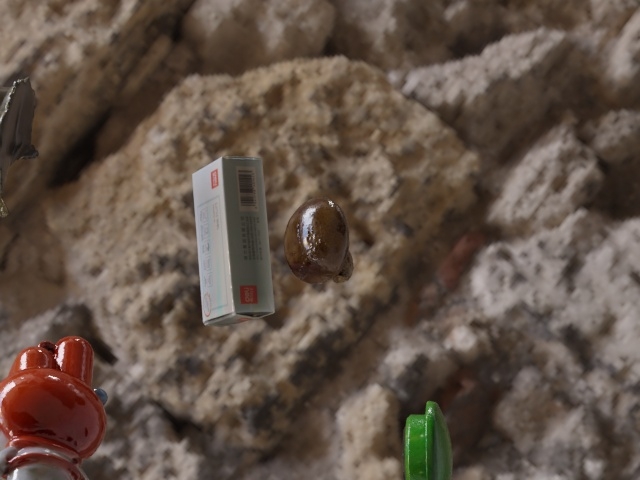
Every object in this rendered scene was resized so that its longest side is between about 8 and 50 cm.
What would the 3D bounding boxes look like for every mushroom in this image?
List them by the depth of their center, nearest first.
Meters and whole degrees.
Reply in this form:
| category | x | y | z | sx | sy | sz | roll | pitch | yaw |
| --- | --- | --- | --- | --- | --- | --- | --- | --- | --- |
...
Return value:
| category | x | y | z | sx | sy | sz | roll | pitch | yaw |
| --- | --- | --- | --- | --- | --- | --- | --- | --- | --- |
| mushroom | 0.000 | 0.000 | 1.653 | 0.087 | 0.127 | 0.127 | 3 | -42 | -26 |

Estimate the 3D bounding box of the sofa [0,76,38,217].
| category | x | y | z | sx | sy | sz | roll | pitch | yaw |
| --- | --- | --- | --- | --- | --- | --- | --- | --- | --- |
| sofa | -0.561 | -0.165 | 1.933 | 0.258 | 0.200 | 0.182 | -86 | -2 | -60 |

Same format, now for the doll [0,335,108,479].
| category | x | y | z | sx | sy | sz | roll | pitch | yaw |
| --- | --- | --- | --- | --- | --- | --- | --- | --- | --- |
| doll | -0.355 | 0.232 | 1.622 | 0.130 | 0.161 | 0.290 | -54 | 27 | 33 |

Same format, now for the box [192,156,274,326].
| category | x | y | z | sx | sy | sz | roll | pitch | yaw |
| --- | --- | --- | --- | --- | --- | --- | --- | --- | --- |
| box | -0.146 | 0.004 | 2.048 | 0.079 | 0.269 | 0.135 | 0 | -11 | -28 |

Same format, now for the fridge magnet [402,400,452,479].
| category | x | y | z | sx | sy | sz | roll | pitch | yaw |
| --- | --- | --- | --- | --- | --- | --- | --- | --- | --- |
| fridge magnet | 0.195 | 0.395 | 2.253 | 0.208 | 0.088 | 0.208 | 0 | -90 | -83 |

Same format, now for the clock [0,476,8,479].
| category | x | y | z | sx | sy | sz | roll | pitch | yaw |
| --- | --- | --- | --- | --- | --- | --- | --- | --- | --- |
| clock | -0.480 | 0.248 | 1.246 | 0.310 | 0.284 | 0.114 | -6 | -62 | -31 |
